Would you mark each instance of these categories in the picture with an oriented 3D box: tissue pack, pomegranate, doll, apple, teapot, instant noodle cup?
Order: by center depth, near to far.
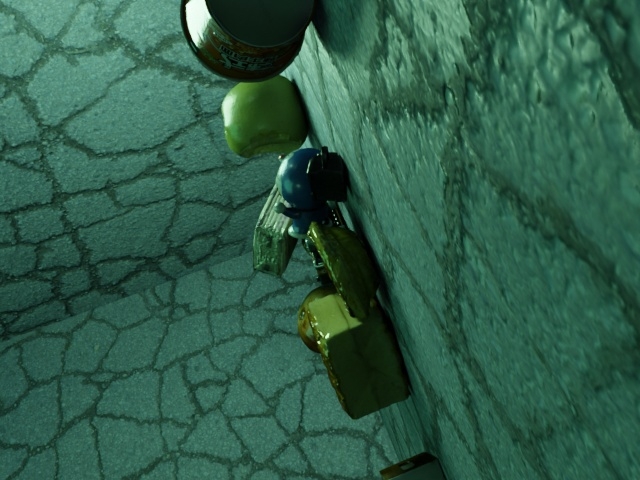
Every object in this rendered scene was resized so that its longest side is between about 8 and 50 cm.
[{"bbox_3d":[-0.122,-0.425,1.169,0.192,0.250,0.250,-164,54,-73],"label":"instant noodle cup"},{"bbox_3d":[0.020,-0.166,1.566,0.177,0.087,0.096,76,-164,-56],"label":"teapot"},{"bbox_3d":[-0.035,-0.129,1.734,0.161,0.215,0.257,31,138,31],"label":"doll"},{"bbox_3d":[0.272,0.708,1.847,0.246,0.159,0.136,90,158,-77],"label":"tissue pack"},{"bbox_3d":[-0.171,-0.377,1.973,0.279,0.279,0.279,160,90,-86],"label":"apple"},{"bbox_3d":[0.060,0.270,2.151,0.252,0.270,0.229,-33,46,55],"label":"pomegranate"},{"bbox_3d":[-0.121,-0.073,2.165,0.242,0.125,0.344,100,-170,-51],"label":"tissue pack"}]

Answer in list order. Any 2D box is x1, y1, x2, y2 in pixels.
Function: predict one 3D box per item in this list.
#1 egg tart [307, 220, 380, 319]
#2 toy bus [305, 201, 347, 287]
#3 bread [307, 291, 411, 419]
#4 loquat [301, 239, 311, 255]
[{"bbox_3d":[0.068,0.067,1.664,0.290,0.115,0.290,63,177,5],"label":"egg tart"},{"bbox_3d":[0.017,-0.005,1.958,0.167,0.138,0.275,72,177,-52],"label":"toy bus"},{"bbox_3d":[0.102,0.309,1.835,0.279,0.207,0.279,-117,8,-68],"label":"bread"},{"bbox_3d":[0.000,0.000,2.264,0.141,0.141,0.141,160,90,-86],"label":"loquat"}]
